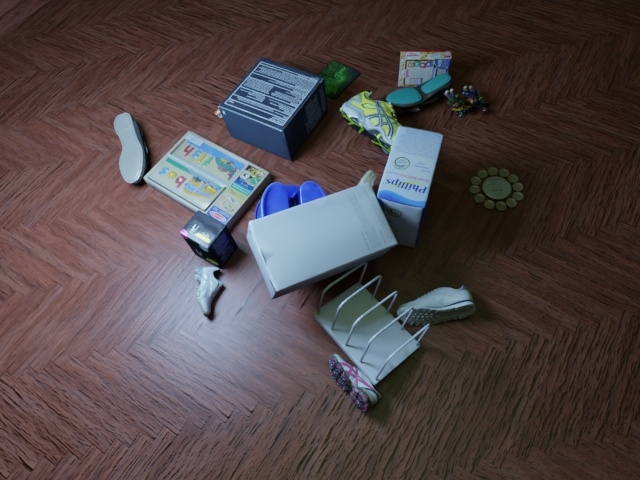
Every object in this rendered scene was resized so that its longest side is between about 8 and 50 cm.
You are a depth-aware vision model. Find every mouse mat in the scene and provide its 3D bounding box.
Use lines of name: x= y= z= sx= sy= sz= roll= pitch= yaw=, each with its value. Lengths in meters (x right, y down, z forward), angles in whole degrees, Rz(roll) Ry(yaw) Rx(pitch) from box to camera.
mouse mat: x=0.057 y=-0.682 z=1.919 sx=0.153 sy=0.007 sz=0.189 roll=33 pitch=71 yaw=20

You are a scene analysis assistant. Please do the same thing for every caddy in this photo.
caddy: x=-0.087 y=-0.035 z=1.492 sx=0.242 sy=0.179 sz=0.341 roll=-3 pitch=75 yaw=-13

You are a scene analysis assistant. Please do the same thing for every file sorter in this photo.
file sorter: x=0.146 y=0.226 z=1.314 sx=0.193 sy=0.173 sz=0.277 roll=-31 pitch=62 yaw=-28

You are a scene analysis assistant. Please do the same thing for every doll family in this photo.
doll family: x=0.573 y=-0.534 z=1.754 sx=0.193 sy=0.076 sz=0.111 roll=-16 pitch=57 yaw=-6

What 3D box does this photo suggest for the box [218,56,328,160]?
box: x=-0.175 y=-0.507 z=1.748 sx=0.296 sy=0.182 sz=0.294 roll=26 pitch=66 yaw=19

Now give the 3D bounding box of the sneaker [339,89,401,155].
sneaker: x=0.238 y=-0.428 z=1.674 sx=0.147 sy=0.145 sz=0.384 roll=-46 pitch=68 yaw=2

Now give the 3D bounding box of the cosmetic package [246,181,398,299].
cosmetic package: x=0.000 y=0.000 z=1.326 sx=0.385 sy=0.156 sz=0.217 roll=-19 pitch=78 yaw=-15

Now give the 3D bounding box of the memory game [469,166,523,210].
memory game: x=0.618 y=-0.182 z=1.597 sx=0.186 sy=0.012 sz=0.186 roll=-3 pitch=62 yaw=5

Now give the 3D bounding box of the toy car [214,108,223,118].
toy car: x=-0.377 y=-0.541 z=1.859 sx=0.122 sy=0.060 sz=0.040 roll=-38 pitch=97 yaw=-7

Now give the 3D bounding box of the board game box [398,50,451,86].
board game box: x=0.410 y=-0.679 z=1.804 sx=0.194 sy=0.146 sz=0.045 roll=3 pitch=63 yaw=7

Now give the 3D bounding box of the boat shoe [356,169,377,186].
boat shoe: x=0.144 y=-0.099 z=1.549 sx=0.098 sy=0.109 sz=0.302 roll=20 pitch=72 yaw=9

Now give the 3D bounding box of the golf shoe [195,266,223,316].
golf shoe: x=-0.360 y=0.161 z=1.481 sx=0.086 sy=0.069 sz=0.176 roll=-8 pitch=63 yaw=-6

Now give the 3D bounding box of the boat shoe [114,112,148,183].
boat shoe: x=-0.724 y=-0.352 z=1.776 sx=0.112 sy=0.095 sz=0.335 roll=-24 pitch=66 yaw=10

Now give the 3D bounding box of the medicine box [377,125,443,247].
medicine box: x=0.284 y=-0.169 z=1.479 sx=0.149 sy=0.263 sz=0.289 roll=14 pitch=65 yaw=12

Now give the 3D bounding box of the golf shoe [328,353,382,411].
golf shoe: x=0.097 y=0.402 z=1.316 sx=0.086 sy=0.067 sz=0.186 roll=-21 pitch=57 yaw=-37

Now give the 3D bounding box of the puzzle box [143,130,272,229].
puzzle box: x=-0.425 y=-0.231 z=1.700 sx=0.409 sy=0.052 sz=0.272 roll=28 pitch=69 yaw=18

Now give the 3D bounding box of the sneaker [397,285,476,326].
sneaker: x=0.348 y=0.196 z=1.393 sx=0.235 sy=0.090 sz=0.094 roll=-7 pitch=47 yaw=-1

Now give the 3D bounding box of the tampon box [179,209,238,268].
tampon box: x=-0.368 y=-0.001 z=1.511 sx=0.121 sy=0.161 sz=0.101 roll=27 pitch=68 yaw=18

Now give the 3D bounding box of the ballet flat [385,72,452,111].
ballet flat: x=0.386 y=-0.556 z=1.768 sx=0.281 sy=0.096 sz=0.095 roll=-21 pitch=60 yaw=-5
